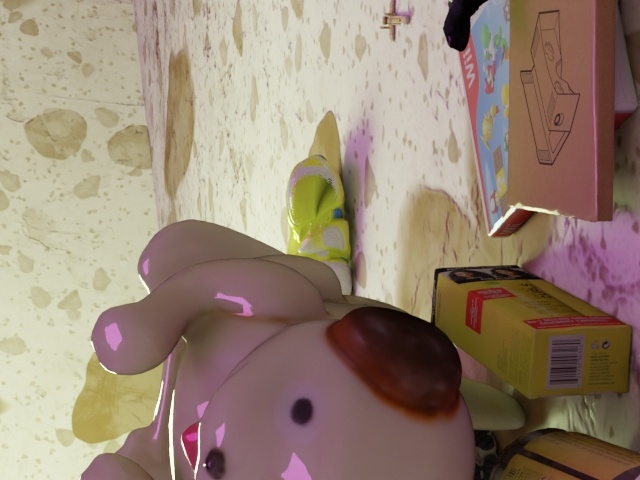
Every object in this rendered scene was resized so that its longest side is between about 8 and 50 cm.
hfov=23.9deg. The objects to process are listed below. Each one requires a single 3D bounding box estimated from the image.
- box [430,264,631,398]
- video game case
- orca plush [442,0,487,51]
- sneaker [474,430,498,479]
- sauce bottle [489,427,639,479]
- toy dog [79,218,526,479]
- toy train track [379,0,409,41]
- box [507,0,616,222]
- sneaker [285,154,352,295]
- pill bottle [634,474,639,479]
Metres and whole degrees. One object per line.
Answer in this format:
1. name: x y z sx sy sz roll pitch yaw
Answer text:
1. box: 0.168 0.071 1.252 0.232 0.087 0.058 -140 50 -72
2. video game case: 0.183 -0.144 1.283 0.285 0.025 0.204 123 142 -66
3. orca plush: 0.159 -0.270 1.135 0.102 0.151 0.287 33 117 29
4. sneaker: 0.116 0.211 1.501 0.275 0.107 0.110 -106 0 -57
5. sauce bottle: 0.218 0.203 1.024 0.344 0.111 0.111 -170 78 -77
6. toy dog: -0.007 0.165 1.233 0.408 0.395 0.284 -156 84 -81
7. toy train track: 0.080 -0.245 1.683 0.083 0.014 0.048 -154 63 -73
8. box: 0.186 -0.121 1.181 0.164 0.021 0.201 -160 69 -74
9. sneaker: 0.000 0.000 1.931 0.126 0.091 0.240 -79 -6 -67
10. pill bottle: 0.269 0.255 0.643 0.363 0.210 0.210 -108 21 -44
